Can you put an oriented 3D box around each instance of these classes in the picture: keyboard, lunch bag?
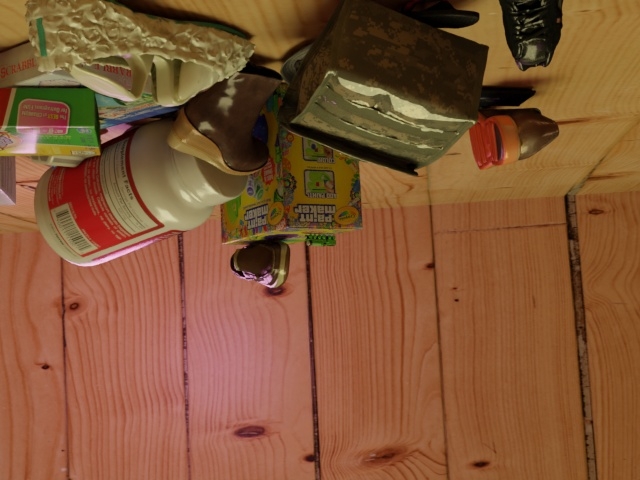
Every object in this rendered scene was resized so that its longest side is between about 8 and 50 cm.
[{"bbox_3d":[0.337,-0.292,2.011,0.180,0.023,0.108,0,168,-17],"label":"keyboard"},{"bbox_3d":[0.079,-0.207,1.489,0.235,0.169,0.287,19,155,-13],"label":"lunch bag"}]

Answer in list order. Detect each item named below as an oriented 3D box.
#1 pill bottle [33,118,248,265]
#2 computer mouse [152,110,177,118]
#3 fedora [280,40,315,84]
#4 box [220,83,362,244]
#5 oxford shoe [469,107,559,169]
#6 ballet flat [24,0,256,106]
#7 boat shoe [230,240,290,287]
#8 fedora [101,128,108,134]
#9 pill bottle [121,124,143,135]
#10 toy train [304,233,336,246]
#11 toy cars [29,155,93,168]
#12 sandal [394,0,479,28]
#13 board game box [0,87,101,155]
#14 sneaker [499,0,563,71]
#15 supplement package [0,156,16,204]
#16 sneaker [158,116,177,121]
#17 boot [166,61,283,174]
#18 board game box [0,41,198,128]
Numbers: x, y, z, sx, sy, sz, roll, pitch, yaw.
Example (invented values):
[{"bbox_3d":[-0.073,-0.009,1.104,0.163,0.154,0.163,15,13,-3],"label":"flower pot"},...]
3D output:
[{"bbox_3d":[-0.358,-0.106,1.979,0.407,0.229,0.229,-18,167,29],"label":"pill bottle"},{"bbox_3d":[-0.374,-0.251,1.942,0.242,0.041,0.071,-6,174,34],"label":"computer mouse"},{"bbox_3d":[0.057,-0.257,1.693,0.243,0.124,0.275,-1,174,-24],"label":"fedora"},{"bbox_3d":[-0.067,-0.143,1.996,0.177,0.279,0.290,0,173,-31],"label":"box"},{"bbox_3d":[0.398,-0.220,2.076,0.132,0.130,0.364,-12,-168,-3],"label":"oxford shoe"},{"bbox_3d":[-0.257,-0.263,1.436,0.147,0.147,0.409,-7,174,38],"label":"ballet flat"},{"bbox_3d":[-0.133,0.050,2.036,0.095,0.095,0.257,5,173,-16],"label":"boat shoe"},{"bbox_3d":[-0.550,-0.207,2.096,0.194,0.079,0.194,-4,174,0],"label":"fedora"},{"bbox_3d":[-0.365,-0.185,2.217,0.117,0.118,0.208,-5,174,16],"label":"pill bottle"},{"bbox_3d":[0.000,0.000,1.932,0.017,0.024,0.083,-8,173,43],"label":"toy train"},{"bbox_3d":[-0.621,-0.184,1.926,0.393,0.087,0.176,7,-177,-1],"label":"toy cars"},{"bbox_3d":[0.151,-0.335,1.436,0.179,0.040,0.067,11,180,42],"label":"sandal"},{"bbox_3d":[-0.530,-0.194,1.637,0.316,0.064,0.242,-1,174,-10],"label":"board game box"},{"bbox_3d":[0.291,-0.306,1.320,0.107,0.124,0.283,-5,174,15],"label":"sneaker"},{"bbox_3d":[-0.762,-0.158,2.190,0.139,0.134,0.244,-2,175,-11],"label":"supplement package"},{"bbox_3d":[-0.290,-0.248,2.071,0.109,0.040,0.044,-4,159,-31],"label":"sneaker"},{"bbox_3d":[-0.130,-0.215,1.748,0.207,0.090,0.248,-41,151,28],"label":"boot"},{"bbox_3d":[-0.433,-0.259,1.698,0.318,0.066,0.318,-7,173,38],"label":"board game box"}]
